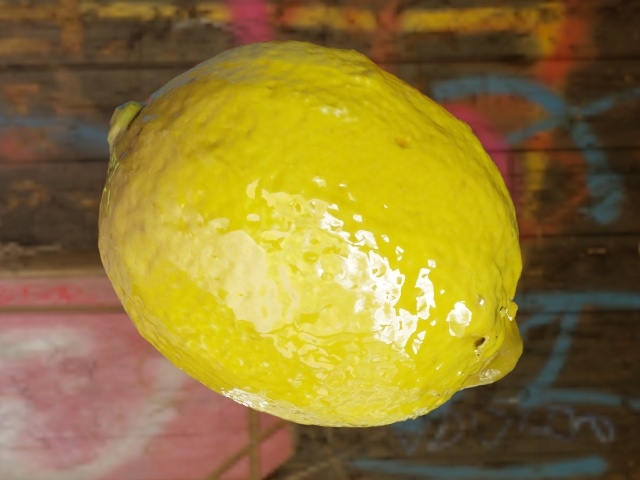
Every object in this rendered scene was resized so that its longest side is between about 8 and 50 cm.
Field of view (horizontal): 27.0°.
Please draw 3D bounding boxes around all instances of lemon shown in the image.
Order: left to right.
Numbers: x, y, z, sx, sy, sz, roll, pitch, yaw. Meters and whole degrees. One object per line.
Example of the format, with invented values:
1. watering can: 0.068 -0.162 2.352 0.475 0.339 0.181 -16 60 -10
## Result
1. lemon: 0.000 0.000 0.891 0.245 0.320 0.245 -59 -174 11
